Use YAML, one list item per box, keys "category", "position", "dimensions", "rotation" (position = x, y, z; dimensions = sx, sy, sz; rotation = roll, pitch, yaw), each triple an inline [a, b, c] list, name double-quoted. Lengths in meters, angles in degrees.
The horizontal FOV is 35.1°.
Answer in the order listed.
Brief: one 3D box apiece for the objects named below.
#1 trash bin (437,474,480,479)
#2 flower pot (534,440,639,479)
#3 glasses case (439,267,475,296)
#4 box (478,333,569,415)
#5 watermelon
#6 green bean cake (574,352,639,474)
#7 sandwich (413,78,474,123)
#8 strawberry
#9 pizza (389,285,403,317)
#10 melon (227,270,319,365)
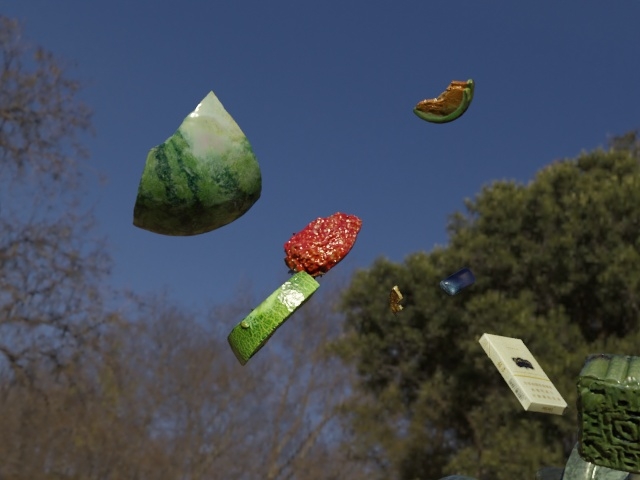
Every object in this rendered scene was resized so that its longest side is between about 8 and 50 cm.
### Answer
- category: "trash bin"
  position: [0.154, 0.361, 1.207]
  dimensions: [0.175, 0.175, 0.161]
  rotation: [-2, 3, 25]
- category: "flower pot"
  position: [0.573, 0.491, 1.880]
  dimensions: [0.299, 0.299, 0.283]
  rotation: [35, -22, -31]
- category: "glasses case"
  position: [0.241, 0.070, 1.755]
  dimensions: [0.033, 0.083, 0.023]
  rotation: [49, -46, 16]
- category: "box"
  position: [0.340, 0.223, 1.696]
  dimensions: [0.090, 0.167, 0.024]
  rotation: [13, -60, -33]
- category: "watermelon"
  position: [-0.244, -0.139, 1.995]
  dimensions: [0.256, 0.176, 0.260]
  rotation: [-7, -33, -17]
- category: "green bean cake"
  position: [0.486, 0.275, 1.563]
  dimensions: [0.173, 0.094, 0.181]
  rotation: [6, -64, 26]
- category: "sandwich"
  position: [0.249, -0.265, 1.969]
  dimensions: [0.135, 0.029, 0.067]
  rotation: [-31, -82, 35]
- category: "strawberry"
  position: [0.010, 0.000, 2.484]
  dimensions: [0.098, 0.228, 0.174]
  rotation: [58, -10, -23]
- category: "pizza"
  position: [0.173, 0.139, 2.302]
  dimensions: [0.037, 0.016, 0.083]
  rotation: [27, -47, 42]
- category: "melon"
  position: [-0.091, 0.140, 1.866]
  dimensions: [0.064, 0.209, 0.118]
  rotation: [47, -3, 10]
